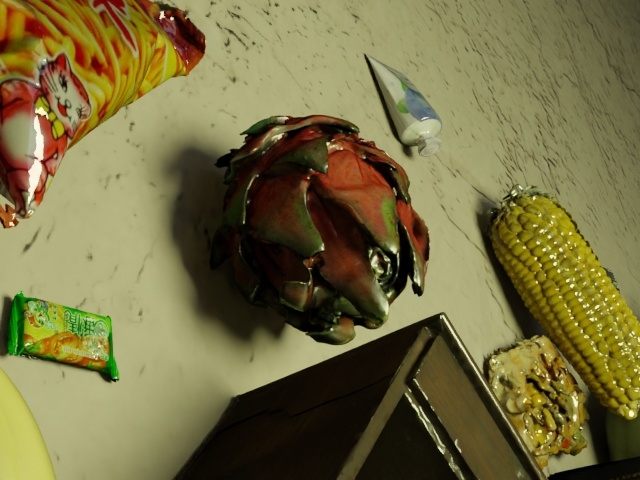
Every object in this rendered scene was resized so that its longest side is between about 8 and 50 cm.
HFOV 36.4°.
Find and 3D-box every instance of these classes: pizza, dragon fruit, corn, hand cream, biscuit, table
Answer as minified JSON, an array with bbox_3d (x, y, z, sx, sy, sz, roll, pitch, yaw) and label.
[{"bbox_3d":[0.249,0.183,1.106,0.226,0.069,0.147,-1,71,-56],"label":"pizza"},{"bbox_3d":[-0.001,-0.008,0.779,0.182,0.182,0.189,17,65,-50],"label":"dragon fruit"},{"bbox_3d":[0.309,0.071,1.197,0.115,0.115,0.318,5,49,-55],"label":"corn"},{"bbox_3d":[0.106,-0.163,1.166,0.084,0.053,0.142,16,45,-50],"label":"hand cream"},{"bbox_3d":[-0.164,0.061,0.628,0.089,0.016,0.046,23,50,-47],"label":"biscuit"},{"bbox_3d":[0.023,0.240,0.606,0.251,0.196,0.282,59,32,-10],"label":"table"}]

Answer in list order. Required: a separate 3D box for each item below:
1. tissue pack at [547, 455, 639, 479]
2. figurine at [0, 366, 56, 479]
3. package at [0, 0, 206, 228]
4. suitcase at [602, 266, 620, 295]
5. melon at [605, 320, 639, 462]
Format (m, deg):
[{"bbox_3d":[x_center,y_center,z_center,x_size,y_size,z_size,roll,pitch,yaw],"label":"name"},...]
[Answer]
[{"bbox_3d":[0.418,0.321,0.977,0.198,0.369,0.210,36,46,-36],"label":"tissue pack"},{"bbox_3d":[-0.193,0.176,0.372,0.222,0.124,0.325,20,53,-42],"label":"figurine"},{"bbox_3d":[-0.211,-0.148,0.632,0.223,0.108,0.288,49,26,-13],"label":"package"},{"bbox_3d":[0.347,0.066,1.315,0.126,0.086,0.059,16,56,-51],"label":"suitcase"},{"bbox_3d":[0.500,0.264,1.245,0.308,0.271,0.272,54,32,-26],"label":"melon"}]
